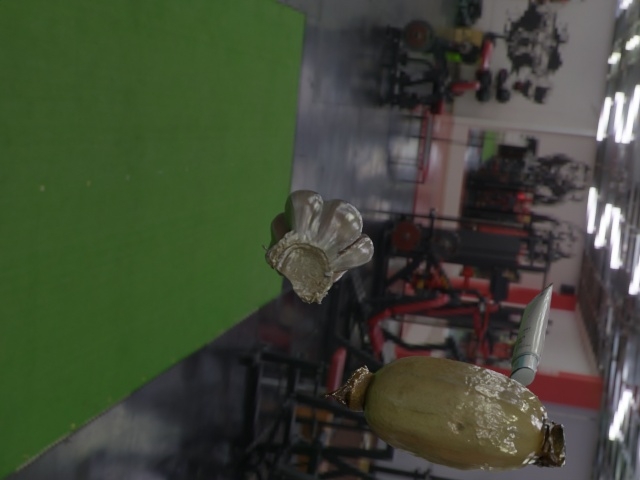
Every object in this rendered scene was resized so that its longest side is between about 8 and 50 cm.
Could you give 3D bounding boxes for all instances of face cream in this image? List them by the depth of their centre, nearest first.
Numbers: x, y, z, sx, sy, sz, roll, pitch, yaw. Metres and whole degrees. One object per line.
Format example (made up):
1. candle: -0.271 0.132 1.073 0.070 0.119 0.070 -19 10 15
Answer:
1. face cream: 0.180 0.079 0.772 0.038 0.020 0.115 -53 -176 40

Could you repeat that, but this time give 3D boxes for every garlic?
1. garlic: 0.000 0.000 1.170 0.127 0.131 0.194 -55 179 7

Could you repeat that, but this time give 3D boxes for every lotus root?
1. lotus root: 0.078 0.104 0.560 0.073 0.150 0.062 -27 127 -67
